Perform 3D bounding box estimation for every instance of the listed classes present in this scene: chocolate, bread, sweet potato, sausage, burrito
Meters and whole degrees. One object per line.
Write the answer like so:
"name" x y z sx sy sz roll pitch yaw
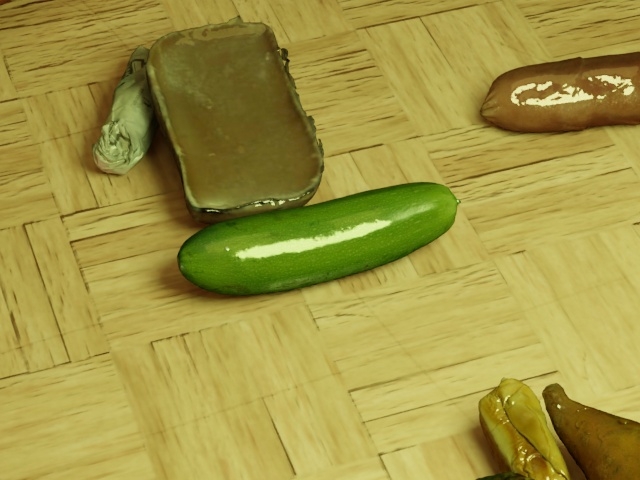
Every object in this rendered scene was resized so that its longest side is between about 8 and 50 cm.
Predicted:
"chocolate" -0.094 -0.114 1.875 0.161 0.083 0.261 -8 55 -13
"bread" 0.186 0.189 1.582 0.053 0.074 0.132 -20 46 -6
"sweet potato" 0.311 0.244 1.505 0.112 0.112 0.359 -25 56 -25
"sausage" 0.387 -0.167 1.941 0.433 0.088 0.088 -3 45 -5
"burrito" -0.199 -0.145 1.920 0.064 0.064 0.203 9 44 7

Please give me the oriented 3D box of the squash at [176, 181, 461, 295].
"squash" -0.001 0.002 1.760 0.292 0.082 0.082 -12 46 -16

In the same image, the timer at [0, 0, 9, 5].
"timer" -0.409 -0.380 2.032 0.230 0.229 0.215 23 52 20

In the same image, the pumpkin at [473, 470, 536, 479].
"pumpkin" 0.160 0.298 1.448 0.163 0.111 0.278 -29 53 -22
